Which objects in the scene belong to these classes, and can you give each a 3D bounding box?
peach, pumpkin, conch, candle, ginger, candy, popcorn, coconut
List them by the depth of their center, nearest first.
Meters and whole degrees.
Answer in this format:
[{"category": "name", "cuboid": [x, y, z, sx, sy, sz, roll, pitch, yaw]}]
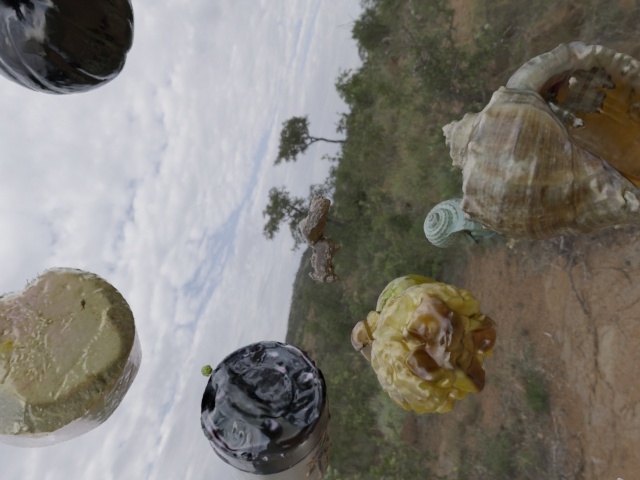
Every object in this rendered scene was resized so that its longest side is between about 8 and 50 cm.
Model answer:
[{"category": "pumpkin", "cuboid": [-0.405, -0.342, 0.570, 0.248, 0.247, 0.248, 11, -90, -89]}, {"category": "conch", "cuboid": [0.357, -0.120, 0.596, 0.297, 0.352, 0.210, -63, 0, -6]}, {"category": "candle", "cuboid": [-0.069, 0.319, 0.669, 0.187, 0.187, 0.330, -77, -14, -46]}, {"category": "coconut", "cuboid": [-0.495, 0.222, 0.766, 0.309, 0.297, 0.298, 127, 161, -51]}, {"category": "popcorn", "cuboid": [0.215, 0.232, 0.877, 0.332, 0.225, 0.265, -19, 54, 40]}, {"category": "peach", "cuboid": [0.260, 0.206, 1.109, 0.231, 0.230, 0.231, 11, -90, -89]}, {"category": "conch", "cuboid": [0.388, -0.054, 1.148, 0.172, 0.199, 0.131, -39, 60, 50]}, {"category": "candy", "cuboid": [-0.332, 0.416, 1.254, 0.123, 0.035, 0.035, 12, 116, 52]}, {"category": "ginger", "cuboid": [0.000, 0.002, 1.318, 0.084, 0.122, 0.290, -34, -58, -55]}]

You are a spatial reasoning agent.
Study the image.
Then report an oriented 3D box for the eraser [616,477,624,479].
[{"category": "eraser", "cuboid": [0.596, 0.610, 0.839, 0.076, 0.078, 0.298, -35, -44, -36]}]
